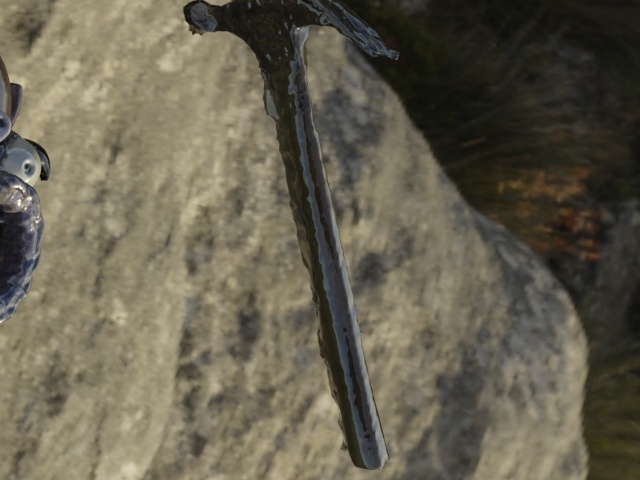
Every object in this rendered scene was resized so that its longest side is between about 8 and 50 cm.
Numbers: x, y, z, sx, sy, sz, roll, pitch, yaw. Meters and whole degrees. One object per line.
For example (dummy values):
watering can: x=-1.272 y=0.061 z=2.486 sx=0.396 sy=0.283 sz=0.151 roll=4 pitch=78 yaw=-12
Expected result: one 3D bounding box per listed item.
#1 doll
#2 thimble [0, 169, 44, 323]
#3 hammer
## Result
doll: x=-0.391 y=-0.134 z=1.493 sx=0.182 sy=0.117 sz=0.257 roll=-26 pitch=102 yaw=-42
thimble: x=-0.317 y=0.004 z=1.185 sx=0.150 sy=0.098 sz=0.150 roll=13 pitch=90 yaw=-71
hammer: x=0.000 y=0.000 z=0.777 sx=0.027 sy=0.125 sz=0.297 roll=-38 pitch=123 yaw=-55
